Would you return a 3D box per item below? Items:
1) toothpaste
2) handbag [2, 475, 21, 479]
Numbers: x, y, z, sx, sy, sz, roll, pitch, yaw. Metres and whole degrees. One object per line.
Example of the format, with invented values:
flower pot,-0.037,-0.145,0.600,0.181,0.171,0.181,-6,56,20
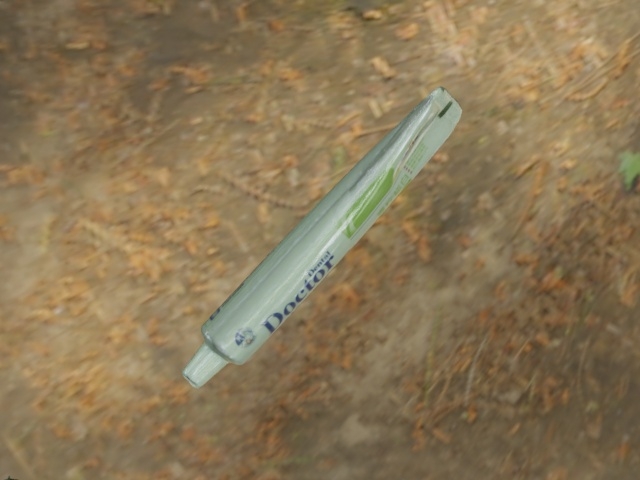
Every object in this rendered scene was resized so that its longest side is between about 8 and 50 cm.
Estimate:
toothpaste,0.000,0.000,0.828,0.197,0.048,0.029,-47,68,4
handbag,-0.430,0.309,1.733,0.260,0.247,0.079,-8,85,-14
